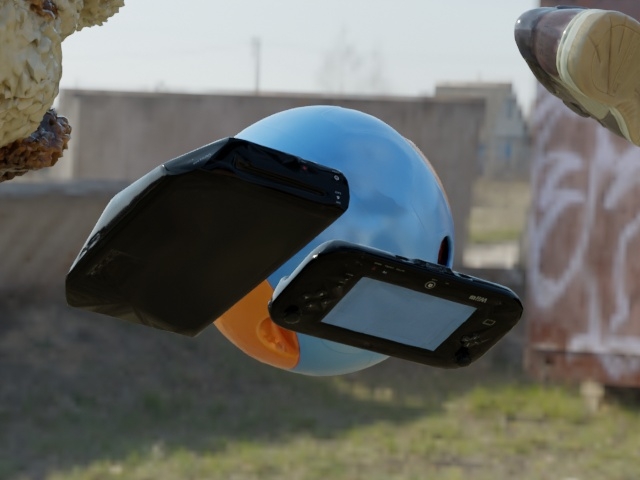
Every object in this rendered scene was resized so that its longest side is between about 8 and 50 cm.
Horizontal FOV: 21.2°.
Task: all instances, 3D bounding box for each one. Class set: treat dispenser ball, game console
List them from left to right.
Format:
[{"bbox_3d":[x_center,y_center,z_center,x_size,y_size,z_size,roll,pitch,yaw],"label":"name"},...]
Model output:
[{"bbox_3d":[0.000,0.000,1.828,0.288,0.288,0.288,2,3,0],"label":"treat dispenser ball"},{"bbox_3d":[0.001,0.026,1.294,0.361,0.044,0.213,16,-36,-30],"label":"game console"}]

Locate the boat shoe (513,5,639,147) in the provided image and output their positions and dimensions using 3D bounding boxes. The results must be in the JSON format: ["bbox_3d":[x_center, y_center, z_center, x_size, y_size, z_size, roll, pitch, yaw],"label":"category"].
[{"bbox_3d":[0.263,-0.158,1.571,0.092,0.103,0.285,29,7,30],"label":"boat shoe"}]

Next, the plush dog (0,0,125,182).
[{"bbox_3d":[-0.199,-0.151,0.902,0.210,0.225,0.262,-17,-35,-8],"label":"plush dog"}]
